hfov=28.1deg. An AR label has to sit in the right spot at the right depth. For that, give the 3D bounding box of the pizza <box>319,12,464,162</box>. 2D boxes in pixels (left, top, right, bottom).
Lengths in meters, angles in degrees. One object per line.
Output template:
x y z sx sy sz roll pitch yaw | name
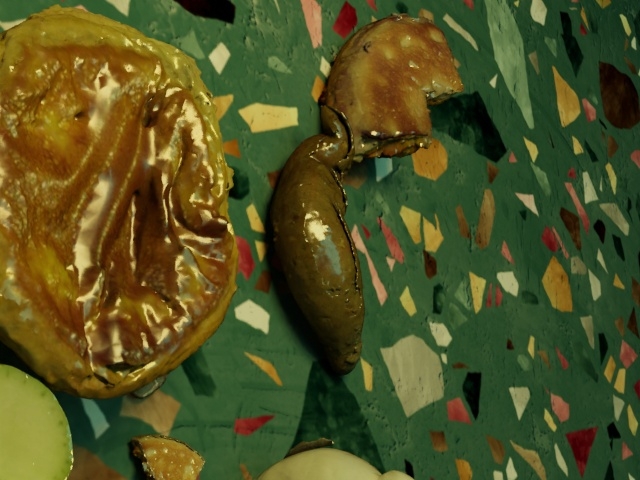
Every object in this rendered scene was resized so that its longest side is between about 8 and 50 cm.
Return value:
0.084 -0.189 1.624 0.161 0.085 0.305 38 44 -8 | pizza

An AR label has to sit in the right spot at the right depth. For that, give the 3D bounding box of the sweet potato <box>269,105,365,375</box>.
-0.002 -0.002 1.441 0.124 0.098 0.310 7 75 -57 | sweet potato

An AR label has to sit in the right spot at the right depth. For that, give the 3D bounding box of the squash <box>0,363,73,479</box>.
-0.278 0.170 1.020 0.170 0.123 0.170 26 53 -40 | squash

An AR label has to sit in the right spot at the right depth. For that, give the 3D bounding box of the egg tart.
-0.223 -0.033 1.120 0.339 0.153 0.352 -13 84 -53 | egg tart

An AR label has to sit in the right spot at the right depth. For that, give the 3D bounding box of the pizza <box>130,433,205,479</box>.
-0.151 0.225 1.223 0.083 0.025 0.078 28 51 -34 | pizza

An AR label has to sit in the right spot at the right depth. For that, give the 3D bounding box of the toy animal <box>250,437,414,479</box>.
-0.012 0.333 1.196 0.310 0.247 0.183 -52 135 -61 | toy animal

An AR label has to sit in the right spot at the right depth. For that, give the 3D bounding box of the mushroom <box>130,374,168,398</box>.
-0.162 0.114 1.256 0.049 0.019 0.101 46 44 -29 | mushroom
